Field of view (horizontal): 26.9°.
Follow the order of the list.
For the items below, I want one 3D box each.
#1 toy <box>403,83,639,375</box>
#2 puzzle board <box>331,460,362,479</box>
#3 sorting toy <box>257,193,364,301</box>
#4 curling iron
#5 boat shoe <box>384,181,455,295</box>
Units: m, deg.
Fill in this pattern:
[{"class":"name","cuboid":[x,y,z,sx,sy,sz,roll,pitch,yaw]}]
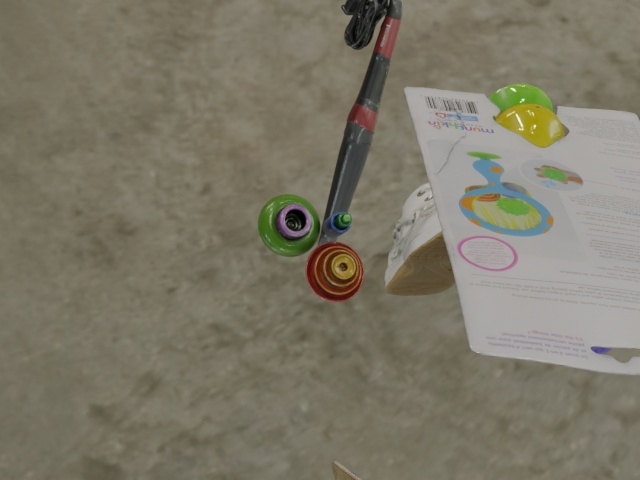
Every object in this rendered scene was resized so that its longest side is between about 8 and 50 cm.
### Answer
[{"class":"toy","cuboid":[0.117,0.003,0.664,0.136,0.237,0.056,6,126,-9]},{"class":"puzzle board","cuboid":[0.051,0.255,1.167,0.011,0.128,0.096,-20,109,-21]},{"class":"sorting toy","cuboid":[0.000,0.000,1.057,0.102,0.042,0.061,47,71,-2]},{"class":"curling iron","cuboid":[0.035,-0.121,1.320,0.068,0.035,0.274,31,117,51]},{"class":"boat shoe","cuboid":[0.124,-0.020,1.371,0.098,0.277,0.096,1,73,-17]}]
